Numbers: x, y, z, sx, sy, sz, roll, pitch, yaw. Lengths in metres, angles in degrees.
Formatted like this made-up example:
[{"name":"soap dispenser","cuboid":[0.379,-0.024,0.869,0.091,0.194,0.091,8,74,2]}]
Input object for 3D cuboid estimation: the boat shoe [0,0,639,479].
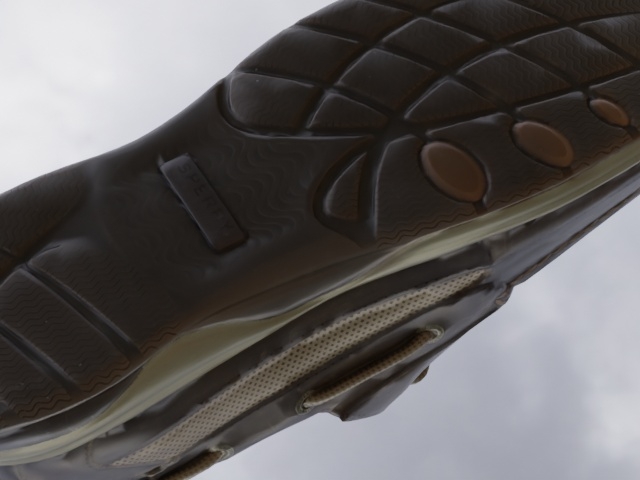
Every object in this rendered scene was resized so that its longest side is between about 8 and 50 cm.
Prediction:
[{"name":"boat shoe","cuboid":[0.000,0.000,0.784,0.355,0.130,0.132,-23,-125,-9]}]
